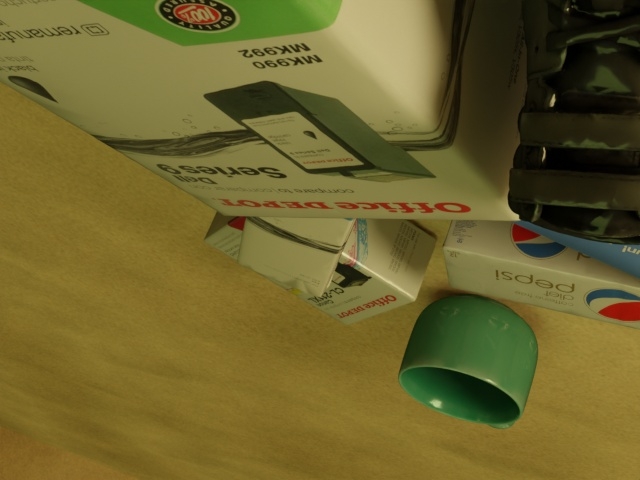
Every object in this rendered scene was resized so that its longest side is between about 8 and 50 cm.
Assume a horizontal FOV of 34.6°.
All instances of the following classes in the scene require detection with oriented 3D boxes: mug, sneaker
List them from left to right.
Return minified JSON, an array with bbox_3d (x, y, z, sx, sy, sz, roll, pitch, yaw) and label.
[{"bbox_3d":[0.153,0.120,1.046,0.129,0.097,0.158,17,154,9],"label":"mug"},{"bbox_3d":[0.117,-0.086,0.392,0.104,0.147,0.296,5,163,22],"label":"sneaker"}]

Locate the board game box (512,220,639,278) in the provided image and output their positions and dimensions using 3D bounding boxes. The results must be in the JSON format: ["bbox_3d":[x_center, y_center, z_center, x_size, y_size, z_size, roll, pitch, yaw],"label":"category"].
[{"bbox_3d":[0.287,-0.040,0.667,0.347,0.078,0.233,24,153,-4],"label":"board game box"}]

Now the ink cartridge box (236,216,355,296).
[{"bbox_3d":[0.003,-0.062,0.768,0.082,0.139,0.191,21,154,-1],"label":"ink cartridge box"}]

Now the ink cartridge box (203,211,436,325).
[{"bbox_3d":[0.000,0.000,0.962,0.175,0.072,0.127,32,151,-19],"label":"ink cartridge box"}]

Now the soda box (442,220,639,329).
[{"bbox_3d":[0.214,0.017,0.840,0.216,0.069,0.074,13,153,19],"label":"soda box"}]

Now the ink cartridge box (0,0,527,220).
[{"bbox_3d":[-0.032,-0.110,0.497,0.211,0.121,0.289,2,163,32],"label":"ink cartridge box"}]
